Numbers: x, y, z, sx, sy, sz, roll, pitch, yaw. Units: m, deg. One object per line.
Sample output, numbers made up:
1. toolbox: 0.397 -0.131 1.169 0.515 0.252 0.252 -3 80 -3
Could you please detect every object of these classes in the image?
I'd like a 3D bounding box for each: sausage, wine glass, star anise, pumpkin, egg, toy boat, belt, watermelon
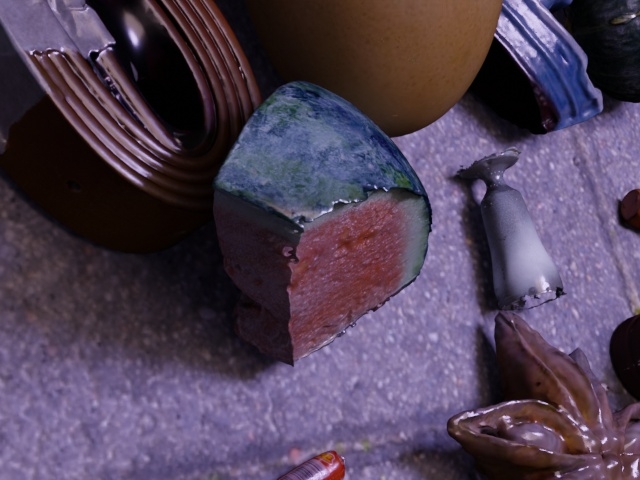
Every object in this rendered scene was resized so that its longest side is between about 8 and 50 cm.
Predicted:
1. sausage: 0.397 -0.018 1.522 0.131 0.041 0.039 24 53 -25
2. wine glass: 0.192 -0.011 1.354 0.072 0.072 0.155 -4 71 -37
3. star anise: 0.251 0.232 1.264 0.349 0.109 0.292 29 54 -20
4. pumpkin: 0.347 -0.258 1.500 0.211 0.152 0.212 -23 90 -84
5. egg: 0.048 -0.255 1.238 0.250 0.250 0.322 -14 100 -39
6. toy boat: 0.190 -0.243 1.416 0.309 0.129 0.142 47 64 -8
7. sausage: -0.023 0.211 1.126 0.129 0.034 0.034 -27 87 -40
8. belt: -0.194 -0.150 1.113 0.339 0.122 0.217 53 48 -6
9. watermelon: 0.000 0.000 1.099 0.148 0.318 0.226 26 96 10

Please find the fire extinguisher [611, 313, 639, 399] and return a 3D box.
1. fire extinguisher: 0.438 0.086 1.309 0.105 0.341 0.141 1 71 -35
